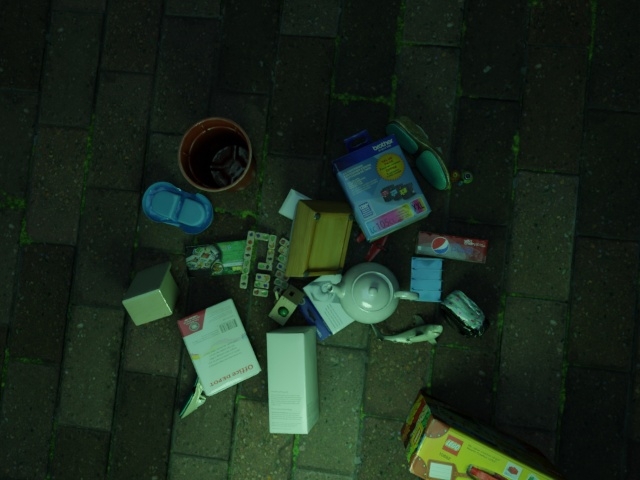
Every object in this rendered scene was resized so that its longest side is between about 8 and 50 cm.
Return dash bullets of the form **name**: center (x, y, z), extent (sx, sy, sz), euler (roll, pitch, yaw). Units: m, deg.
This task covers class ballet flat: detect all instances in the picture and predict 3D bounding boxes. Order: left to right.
- **ballet flat**: center (-0.481, 0.600, 1.933), extent (0.086, 0.086, 0.248), euler (23, 88, 5)
- **ballet flat**: center (0.403, -0.355, 1.894), extent (0.123, 0.123, 0.348), euler (-42, 87, 2)

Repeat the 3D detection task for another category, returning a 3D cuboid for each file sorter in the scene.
- **file sorter**: center (0.411, 0.151, 1.866), extent (0.118, 0.104, 0.170), euler (3, 88, 5)

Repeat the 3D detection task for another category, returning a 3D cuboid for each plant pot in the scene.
- **plant pot**: center (-0.370, -0.303, 1.867), extent (0.272, 0.265, 0.272), euler (0, 87, 5)

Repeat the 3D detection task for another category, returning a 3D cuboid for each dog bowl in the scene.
- **dog bowl**: center (-0.570, -0.130, 1.972), extent (0.297, 0.074, 0.166), euler (19, 89, 5)

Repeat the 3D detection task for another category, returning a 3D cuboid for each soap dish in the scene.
- **soap dish**: center (0.000, 0.000, 1.781), extent (0.229, 0.118, 0.290), euler (0, 107, -38)

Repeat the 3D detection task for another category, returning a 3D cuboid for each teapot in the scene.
- **teapot**: center (0.192, 0.194, 1.805), extent (0.256, 0.187, 0.252), euler (-39, 86, -7)

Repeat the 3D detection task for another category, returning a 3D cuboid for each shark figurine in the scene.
- **shark figurine**: center (0.346, 0.343, 1.882), extent (0.278, 0.166, 0.116), euler (-10, 60, 21)

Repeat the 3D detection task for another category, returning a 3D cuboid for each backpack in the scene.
- **backpack**: center (0.544, 0.279, 1.841), extent (0.182, 0.152, 0.115), euler (44, 76, 9)

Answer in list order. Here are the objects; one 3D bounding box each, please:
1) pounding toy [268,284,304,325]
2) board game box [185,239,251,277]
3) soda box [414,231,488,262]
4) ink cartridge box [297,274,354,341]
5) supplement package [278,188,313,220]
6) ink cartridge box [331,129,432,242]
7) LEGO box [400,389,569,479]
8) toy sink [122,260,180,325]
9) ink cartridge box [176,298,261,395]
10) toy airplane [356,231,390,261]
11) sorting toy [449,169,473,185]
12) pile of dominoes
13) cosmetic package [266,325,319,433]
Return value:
- **pounding toy**: center (-0.141, 0.239, 1.865), extent (0.100, 0.141, 0.130), euler (34, 113, 2)
- **board game box**: center (-0.417, 0.075, 1.973), extent (0.260, 0.030, 0.136), euler (-5, 85, 4)
- **soda box**: center (0.502, 0.025, 1.874), extent (0.263, 0.083, 0.092), euler (8, 89, 4)
- **ink cartridge box**: center (0.031, 0.252, 1.920), extent (0.224, 0.045, 0.223), euler (-35, 85, 2)
- **supplement package**: center (-0.081, -0.121, 1.879), extent (0.105, 0.179, 0.105), euler (29, 90, 5)
- **ink cartridge box**: center (0.215, -0.222, 1.867), extent (0.270, 0.151, 0.395), euler (-25, 81, 0)
- **LEGO box**: center (0.555, 0.763, 1.693), extent (0.500, 0.372, 0.193), euler (26, 89, 5)
- **toy sink**: center (-0.657, 0.208, 1.921), extent (0.153, 0.234, 0.131), euler (-18, 116, 2)
- **ink cartridge box**: center (-0.395, 0.408, 1.876), extent (0.226, 0.131, 0.306), euler (-21, 87, -18)
- **toy airplane**: center (0.209, 0.003, 1.926), extent (0.151, 0.028, 0.151), euler (0, 86, 3)
- **sorting toy**: center (0.553, -0.249, 1.903), extent (0.102, 0.042, 0.061), euler (2, 88, 4)
- **pile of dominoes**: center (-0.212, 0.097, 1.934), extent (0.196, 0.040, 0.251), euler (8, 89, -5)
- **cosmetic package**: center (-0.099, 0.517, 1.838), extent (0.155, 0.197, 0.365), euler (-4, 85, 14)
